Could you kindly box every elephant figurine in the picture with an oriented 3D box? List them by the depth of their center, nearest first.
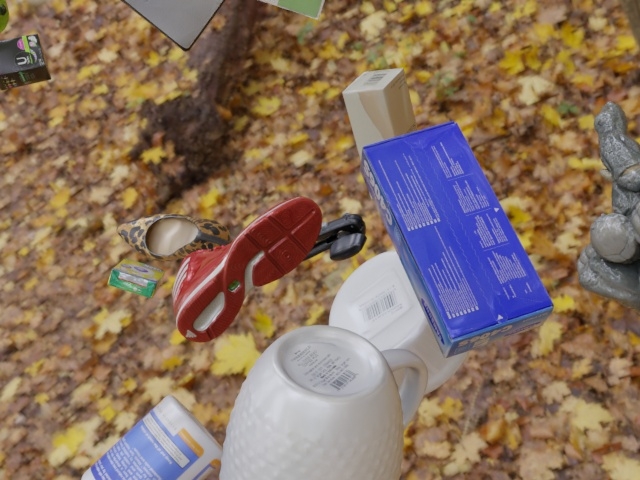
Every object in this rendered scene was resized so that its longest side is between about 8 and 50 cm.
[{"bbox_3d":[0.379,-0.026,0.898,0.169,0.186,0.239,8,30,17],"label":"elephant figurine"}]

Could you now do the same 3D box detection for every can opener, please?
[{"bbox_3d":[0.000,0.000,1.326,0.186,0.059,0.073,-15,30,39],"label":"can opener"}]

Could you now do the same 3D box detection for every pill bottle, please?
[{"bbox_3d":[-0.308,0.409,1.378,0.272,0.152,0.152,-42,31,-12],"label":"pill bottle"}]

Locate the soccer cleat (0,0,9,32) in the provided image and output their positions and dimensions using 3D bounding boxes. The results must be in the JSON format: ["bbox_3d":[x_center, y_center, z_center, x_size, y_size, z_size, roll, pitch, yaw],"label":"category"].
[{"bbox_3d":[-0.367,-0.256,0.760,0.072,0.179,0.060,41,91,28],"label":"soccer cleat"}]

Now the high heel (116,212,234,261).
[{"bbox_3d":[-0.268,-0.015,1.410,0.261,0.186,0.093,10,81,14],"label":"high heel"}]

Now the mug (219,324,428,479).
[{"bbox_3d":[0.027,0.294,1.253,0.374,0.328,0.276,-19,41,-38],"label":"mug"}]

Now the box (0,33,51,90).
[{"bbox_3d":[-0.487,-0.288,1.305,0.083,0.062,0.052,-15,-13,-11],"label":"box"}]

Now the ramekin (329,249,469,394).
[{"bbox_3d":[0.148,0.151,1.549,0.277,0.135,0.277,-26,42,26],"label":"ramekin"}]

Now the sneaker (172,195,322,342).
[{"bbox_3d":[-0.105,0.012,0.991,0.221,0.087,0.128,-41,33,-3],"label":"sneaker"}]

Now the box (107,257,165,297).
[{"bbox_3d":[-0.417,0.083,1.856,0.179,0.105,0.043,-126,55,-82],"label":"box"}]

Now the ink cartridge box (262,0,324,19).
[{"bbox_3d":[-0.091,-0.401,1.033,0.056,0.235,0.171,-113,40,-68],"label":"ink cartridge box"}]

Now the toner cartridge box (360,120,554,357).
[{"bbox_3d":[0.198,-0.010,1.233,0.165,0.075,0.348,-17,63,-9],"label":"toner cartridge box"}]

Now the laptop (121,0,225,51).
[{"bbox_3d":[-0.251,-0.610,1.344,0.382,0.408,0.236,-57,21,-13],"label":"laptop"}]

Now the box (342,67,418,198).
[{"bbox_3d":[0.173,-0.274,2.106,0.121,0.311,0.148,0,34,31],"label":"box"}]
